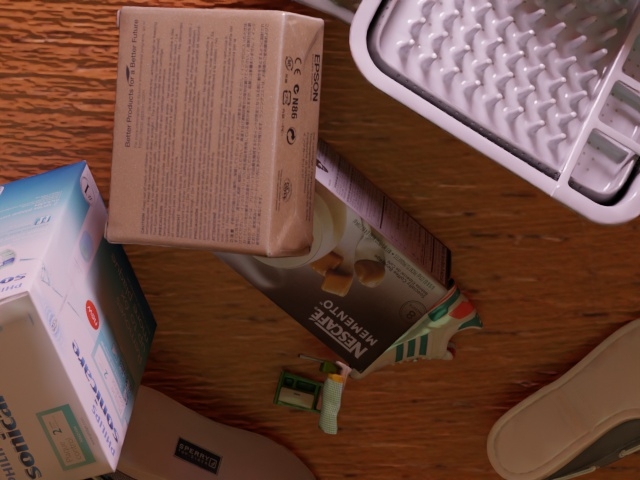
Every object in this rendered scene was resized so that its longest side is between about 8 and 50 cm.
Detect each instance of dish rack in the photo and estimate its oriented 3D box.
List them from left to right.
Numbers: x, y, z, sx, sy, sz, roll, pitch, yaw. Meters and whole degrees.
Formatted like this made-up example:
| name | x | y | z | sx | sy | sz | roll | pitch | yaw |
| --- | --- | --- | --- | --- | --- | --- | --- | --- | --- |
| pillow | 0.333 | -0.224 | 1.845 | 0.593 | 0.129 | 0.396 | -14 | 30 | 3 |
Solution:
| name | x | y | z | sx | sy | sz | roll | pitch | yaw |
| --- | --- | --- | --- | --- | --- | --- | --- | --- | --- |
| dish rack | 0.202 | -0.195 | 1.749 | 0.333 | 0.072 | 0.285 | 31 | 74 | -12 |

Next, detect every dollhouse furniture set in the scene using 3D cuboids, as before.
| name | x | y | z | sx | sy | sz | roll | pitch | yaw |
| --- | --- | --- | --- | --- | --- | --- | --- | --- | --- |
| dollhouse furniture set | -0.011 | 0.161 | 1.973 | 0.058 | 0.151 | 0.076 | 15 | 86 | -6 |

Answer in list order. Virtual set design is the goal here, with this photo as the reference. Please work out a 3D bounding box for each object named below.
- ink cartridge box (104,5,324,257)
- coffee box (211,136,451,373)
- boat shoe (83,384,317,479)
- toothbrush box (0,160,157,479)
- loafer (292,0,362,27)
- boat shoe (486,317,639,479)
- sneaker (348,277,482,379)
| name | x | y | z | sx | sy | sz | roll | pitch | yaw |
| --- | --- | --- | --- | --- | --- | --- | --- | --- | --- |
| ink cartridge box | -0.103 | -0.106 | 1.794 | 0.193 | 0.088 | 0.235 | 6 | 95 | 30 |
| coffee box | 0.000 | 0.000 | 1.913 | 0.246 | 0.098 | 0.141 | 41 | 113 | -15 |
| boat shoe | -0.152 | 0.263 | 2.066 | 0.340 | 0.127 | 0.158 | 37 | 149 | -29 |
| toothbrush box | -0.279 | 0.085 | 1.870 | 0.126 | 0.295 | 0.216 | -15 | 114 | 13 |
| loafer | 0.048 | -0.253 | 1.782 | 0.251 | 0.094 | 0.087 | 21 | 121 | -6 |
| boat shoe | 0.332 | 0.170 | 1.993 | 0.319 | 0.116 | 0.099 | -31 | 154 | 11 |
| sneaker | 0.104 | 0.114 | 1.985 | 0.161 | 0.057 | 0.075 | -40 | 102 | 19 |
